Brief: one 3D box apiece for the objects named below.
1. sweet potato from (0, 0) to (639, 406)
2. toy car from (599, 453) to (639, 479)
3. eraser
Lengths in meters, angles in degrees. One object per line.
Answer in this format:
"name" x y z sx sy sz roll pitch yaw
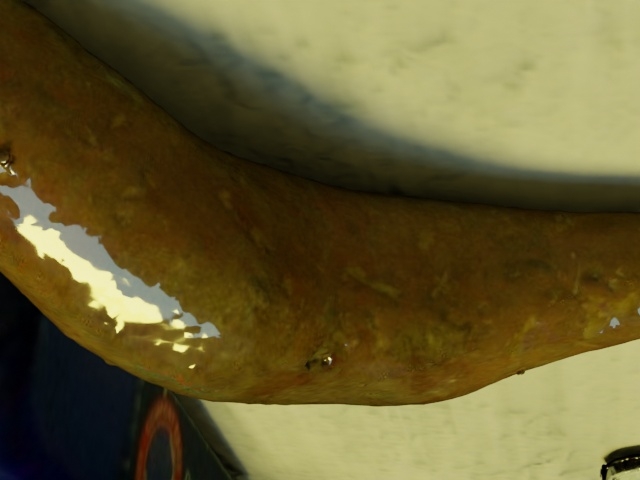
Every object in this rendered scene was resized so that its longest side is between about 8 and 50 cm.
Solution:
"sweet potato" 0.000 0.005 0.423 0.346 0.079 0.108 13 140 -19
"toy car" 0.162 0.127 0.675 0.041 0.025 0.093 -7 150 22
"eraser" -0.139 0.105 0.621 0.155 0.101 0.332 2 151 12
